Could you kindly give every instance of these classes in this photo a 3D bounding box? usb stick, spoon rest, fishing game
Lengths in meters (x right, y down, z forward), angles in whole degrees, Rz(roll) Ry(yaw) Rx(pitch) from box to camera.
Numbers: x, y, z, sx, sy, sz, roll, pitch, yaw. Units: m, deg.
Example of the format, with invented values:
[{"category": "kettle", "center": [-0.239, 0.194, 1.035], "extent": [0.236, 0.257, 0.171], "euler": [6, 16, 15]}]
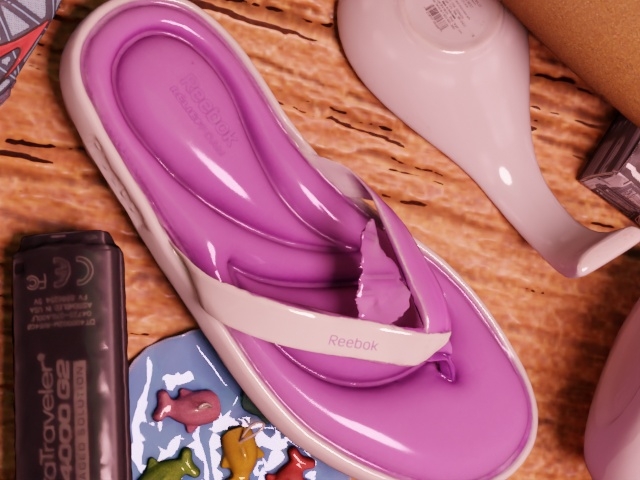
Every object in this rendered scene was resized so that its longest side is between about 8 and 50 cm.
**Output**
[{"category": "usb stick", "center": [-0.155, 0.133, 0.780], "extent": [0.077, 0.045, 0.278], "euler": [-4, 82, 8]}, {"category": "spoon rest", "center": [0.115, -0.095, 0.867], "extent": [0.137, 0.084, 0.276], "euler": [-29, 81, -14]}, {"category": "fishing game", "center": [-0.064, 0.150, 0.827], "extent": [0.264, 0.041, 0.189], "euler": [8, 84, -13]}]

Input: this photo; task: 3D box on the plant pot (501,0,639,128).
[{"category": "plant pot", "center": [0.200, -0.204, 0.786], "extent": [0.237, 0.237, 0.254], "euler": [-30, 89, -13]}]

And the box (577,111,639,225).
[{"category": "box", "center": [0.379, -0.060, 0.918], "extent": [0.307, 0.076, 0.242], "euler": [35, 82, -10]}]

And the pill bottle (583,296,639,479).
[{"category": "pill bottle", "center": [0.353, 0.145, 0.824], "extent": [0.323, 0.181, 0.181], "euler": [25, 83, 1]}]

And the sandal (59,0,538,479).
[{"category": "sandal", "center": [-0.009, 0.011, 0.798], "extent": [0.416, 0.102, 0.169], "euler": [45, 67, -7]}]

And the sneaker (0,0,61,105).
[{"category": "sneaker", "center": [-0.231, -0.134, 0.782], "extent": [0.262, 0.104, 0.125], "euler": [-35, 136, -25]}]
